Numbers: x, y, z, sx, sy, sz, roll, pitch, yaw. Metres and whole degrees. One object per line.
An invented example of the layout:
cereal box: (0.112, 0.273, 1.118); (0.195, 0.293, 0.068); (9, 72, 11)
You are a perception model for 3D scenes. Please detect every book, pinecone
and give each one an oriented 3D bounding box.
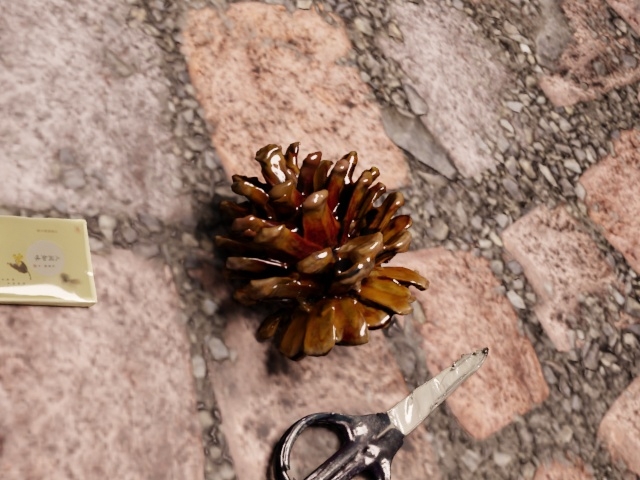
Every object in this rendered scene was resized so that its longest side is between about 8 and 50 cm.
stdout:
book: (-0.238, 0.015, 0.928); (0.111, 0.014, 0.077); (4, 63, -32)
pinecone: (-0.001, 0.003, 1.009); (0.179, 0.150, 0.195); (-33, 82, -35)

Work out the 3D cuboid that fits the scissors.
scissors: (0.074, 0.165, 1.048); (0.300, 0.022, 0.109); (-29, 86, -41)
